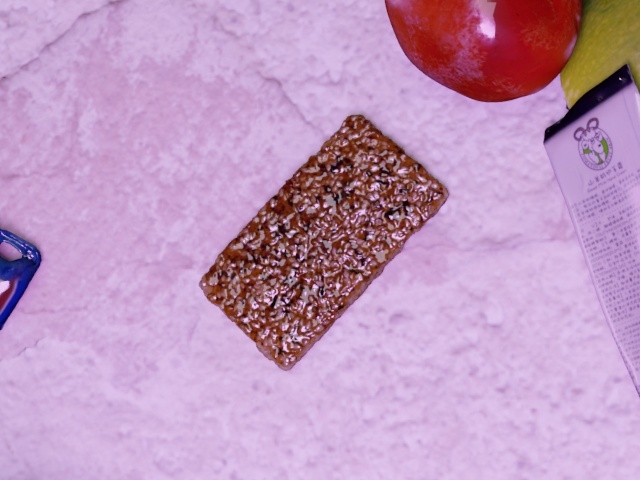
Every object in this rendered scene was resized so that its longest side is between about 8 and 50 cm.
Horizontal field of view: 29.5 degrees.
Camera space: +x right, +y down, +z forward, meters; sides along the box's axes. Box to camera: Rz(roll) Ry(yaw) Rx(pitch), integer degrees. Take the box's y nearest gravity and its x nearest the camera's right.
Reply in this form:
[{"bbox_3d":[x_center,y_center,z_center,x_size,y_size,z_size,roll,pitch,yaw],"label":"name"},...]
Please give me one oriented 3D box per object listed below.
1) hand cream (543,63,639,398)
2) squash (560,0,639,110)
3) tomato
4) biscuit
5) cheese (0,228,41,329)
[{"bbox_3d":[0.277,0.028,1.029,0.076,0.121,0.336,-8,74,-35],"label":"hand cream"},{"bbox_3d":[0.372,-0.199,1.069,0.309,0.210,0.234,-44,71,33],"label":"squash"},{"bbox_3d":[0.140,-0.208,1.075,0.187,0.151,0.187,5,99,34],"label":"tomato"},{"bbox_3d":[0.000,0.000,1.131,0.131,0.025,0.231,41,90,17],"label":"biscuit"},{"bbox_3d":[-0.431,-0.031,1.184,0.329,0.129,0.217,35,93,-1],"label":"cheese"}]
